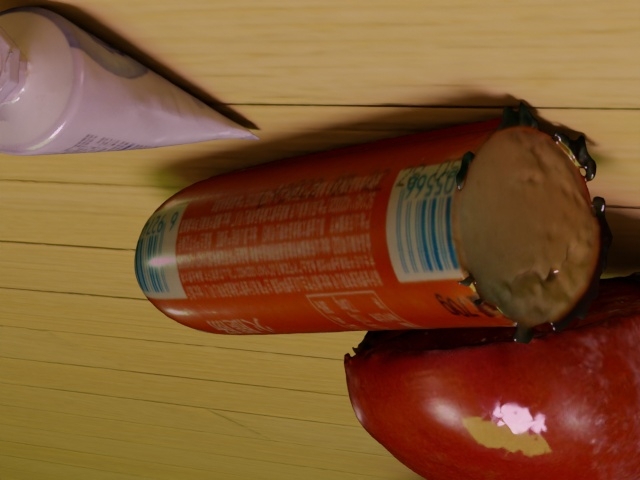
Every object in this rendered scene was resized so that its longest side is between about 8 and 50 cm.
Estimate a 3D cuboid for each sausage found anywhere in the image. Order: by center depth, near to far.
[{"bbox_3d":[0.000,0.000,0.753,0.083,0.083,0.264,23,165,-31],"label":"sausage"}]

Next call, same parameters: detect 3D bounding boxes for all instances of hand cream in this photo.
[{"bbox_3d":[-0.089,-0.054,0.700,0.084,0.053,0.142,7,179,25],"label":"hand cream"}]

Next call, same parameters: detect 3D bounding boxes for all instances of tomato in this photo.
[{"bbox_3d":[0.087,0.068,0.765,0.139,0.091,0.159,-7,-178,38],"label":"tomato"}]
